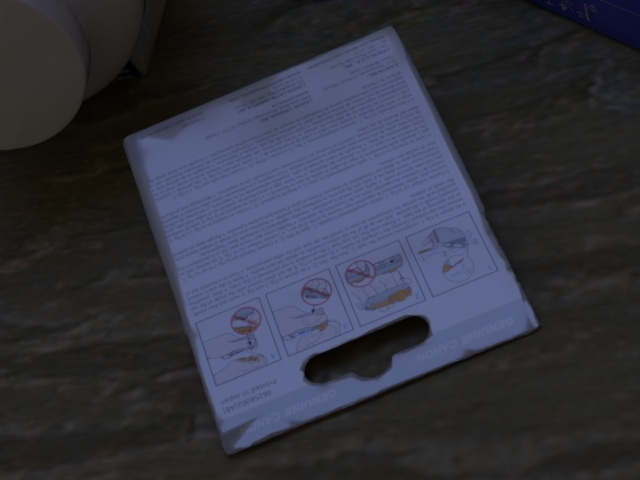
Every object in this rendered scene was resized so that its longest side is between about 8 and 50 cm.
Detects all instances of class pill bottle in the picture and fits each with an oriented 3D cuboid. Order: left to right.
[{"bbox_3d":[-0.206,-0.214,0.890,0.182,0.181,0.323,-13,43,11],"label":"pill bottle"}]

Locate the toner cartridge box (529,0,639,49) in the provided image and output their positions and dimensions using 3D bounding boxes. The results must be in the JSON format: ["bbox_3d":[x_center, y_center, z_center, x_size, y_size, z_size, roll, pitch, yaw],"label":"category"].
[{"bbox_3d":[0.250,-0.194,0.812,0.165,0.075,0.348,-38,43,-15],"label":"toner cartridge box"}]

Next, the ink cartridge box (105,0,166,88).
[{"bbox_3d":[-0.236,-0.158,1.018,0.223,0.045,0.224,-8,44,16],"label":"ink cartridge box"}]

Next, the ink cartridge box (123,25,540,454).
[{"bbox_3d":[0.000,0.000,0.757,0.189,0.066,0.232,-23,62,1],"label":"ink cartridge box"}]
